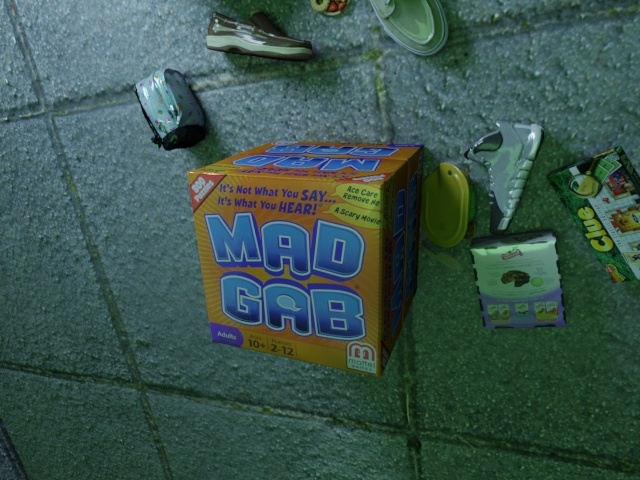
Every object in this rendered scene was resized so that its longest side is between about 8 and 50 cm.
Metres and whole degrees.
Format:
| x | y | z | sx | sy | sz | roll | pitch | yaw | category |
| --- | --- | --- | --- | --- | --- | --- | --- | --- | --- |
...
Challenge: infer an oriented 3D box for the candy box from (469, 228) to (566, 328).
| x | y | z | sx | sy | sz | roll | pitch | yaw | category |
| --- | --- | --- | --- | --- | --- | --- | --- | --- | --- |
| 0.420 | 0.085 | 0.951 | 0.165 | 0.070 | 0.196 | -7 | 108 | 25 | candy box |

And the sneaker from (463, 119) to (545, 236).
| x | y | z | sx | sy | sz | roll | pitch | yaw | category |
| --- | --- | --- | --- | --- | --- | --- | --- | --- | --- |
| 0.346 | -0.130 | 0.895 | 0.132 | 0.086 | 0.228 | 20 | 107 | 20 | sneaker |

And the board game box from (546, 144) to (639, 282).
| x | y | z | sx | sy | sz | roll | pitch | yaw | category |
| --- | --- | --- | --- | --- | --- | --- | --- | --- | --- |
| 0.554 | -0.039 | 0.834 | 0.259 | 0.030 | 0.136 | 55 | 151 | -5 | board game box |

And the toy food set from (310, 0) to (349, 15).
| x | y | z | sx | sy | sz | roll | pitch | yaw | category |
| --- | --- | --- | --- | --- | --- | --- | --- | --- | --- |
| 0.022 | -0.504 | 0.906 | 0.083 | 0.020 | 0.082 | 21 | 117 | 14 | toy food set |

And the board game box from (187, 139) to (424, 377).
| x | y | z | sx | sy | sz | roll | pitch | yaw | category |
| --- | --- | --- | --- | --- | --- | --- | --- | --- | --- |
| 0.000 | 0.000 | 0.929 | 0.357 | 0.356 | 0.356 | 6 | 113 | 21 | board game box |

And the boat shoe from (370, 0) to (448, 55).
| x | y | z | sx | sy | sz | roll | pitch | yaw | category |
| --- | --- | --- | --- | --- | --- | --- | --- | --- | --- |
| 0.125 | -0.474 | 0.832 | 0.109 | 0.094 | 0.302 | -37 | 93 | 30 | boat shoe |

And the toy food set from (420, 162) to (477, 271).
| x | y | z | sx | sy | sz | roll | pitch | yaw | category |
| --- | --- | --- | --- | --- | --- | --- | --- | --- | --- |
| 0.284 | -0.058 | 0.954 | 0.128 | 0.071 | 0.217 | 24 | 119 | 55 | toy food set |

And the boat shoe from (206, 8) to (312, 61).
| x | y | z | sx | sy | sz | roll | pitch | yaw | category |
| --- | --- | --- | --- | --- | --- | --- | --- | --- | --- |
| -0.135 | -0.446 | 0.957 | 0.258 | 0.095 | 0.095 | 15 | 110 | 17 | boat shoe |

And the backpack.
| x | y | z | sx | sy | sz | roll | pitch | yaw | category |
| --- | --- | --- | --- | --- | --- | --- | --- | --- | --- |
| -0.363 | -0.320 | 1.087 | 0.115 | 0.152 | 0.181 | -24 | 97 | 13 | backpack |
